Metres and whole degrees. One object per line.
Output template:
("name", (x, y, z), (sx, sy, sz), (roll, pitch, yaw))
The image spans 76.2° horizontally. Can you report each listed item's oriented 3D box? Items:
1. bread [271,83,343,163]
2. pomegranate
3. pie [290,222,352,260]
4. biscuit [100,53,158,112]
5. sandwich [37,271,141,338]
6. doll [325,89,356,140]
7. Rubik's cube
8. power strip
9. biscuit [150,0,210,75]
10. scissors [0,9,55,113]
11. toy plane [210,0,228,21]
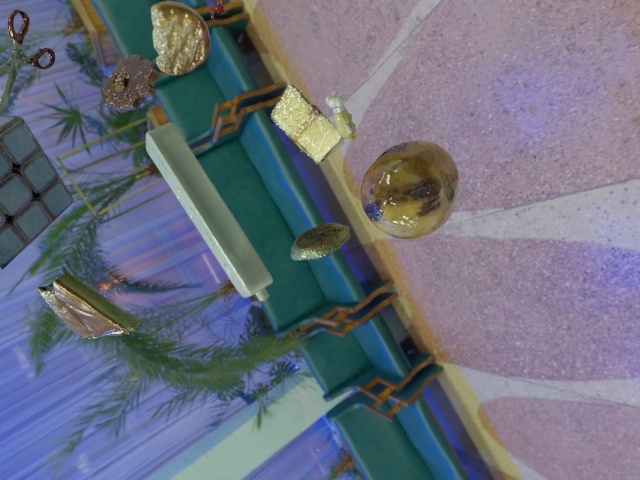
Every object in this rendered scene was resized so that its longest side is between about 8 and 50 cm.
("bread", (-0.039, -0.418, 1.476), (0.266, 0.142, 0.178), (47, 118, 0))
("pomegranate", (0.283, -0.156, 1.289), (0.322, 0.322, 0.321), (45, 152, 31))
("pie", (0.000, 0.000, 1.141), (0.187, 0.187, 0.041), (13, 130, 59))
("biscuit", (-0.548, -0.453, 1.192), (0.215, 0.182, 0.034), (28, 177, 29))
("sandwich", (-0.662, 0.184, 1.149), (0.245, 0.063, 0.211), (-8, 122, 26))
("doll", (0.067, -0.394, 1.280), (0.162, 0.062, 0.106), (63, 180, -34))
("Rubik's cube", (-0.934, -0.142, 1.081), (0.304, 0.305, 0.300), (9, 139, 11))
("power strip", (-0.212, -0.044, 0.792), (0.384, 0.062, 0.091), (58, 155, -1))
("biscuit", (-0.531, -0.766, 1.558), (0.091, 0.214, 0.274), (65, 149, 32))
("scissors", (-0.731, -0.418, 0.975), (0.017, 0.247, 0.144), (6, 152, 7))
("toy plane", (-0.266, -0.665, 1.069), (0.194, 0.077, 0.126), (-106, 17, -45))
